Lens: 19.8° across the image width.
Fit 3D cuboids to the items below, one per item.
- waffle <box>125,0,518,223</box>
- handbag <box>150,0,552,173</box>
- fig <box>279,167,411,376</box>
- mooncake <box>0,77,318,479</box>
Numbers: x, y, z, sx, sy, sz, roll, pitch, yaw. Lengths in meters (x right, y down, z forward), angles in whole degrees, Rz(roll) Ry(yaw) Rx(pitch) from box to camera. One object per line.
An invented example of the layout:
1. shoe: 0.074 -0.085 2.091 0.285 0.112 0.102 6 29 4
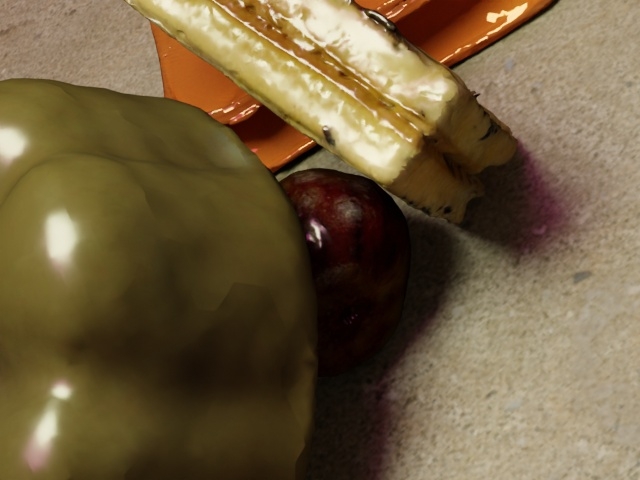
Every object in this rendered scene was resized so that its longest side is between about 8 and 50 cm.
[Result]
1. waffle: -0.020 -0.169 1.538 0.376 0.261 0.114 37 97 19
2. handbag: 0.026 -0.258 1.794 0.410 0.116 0.303 -31 42 13
3. fig: 0.002 0.001 1.575 0.145 0.170 0.274 2 25 -5
4. mooncake: -0.221 0.103 1.454 0.467 0.262 0.467 -12 75 50
